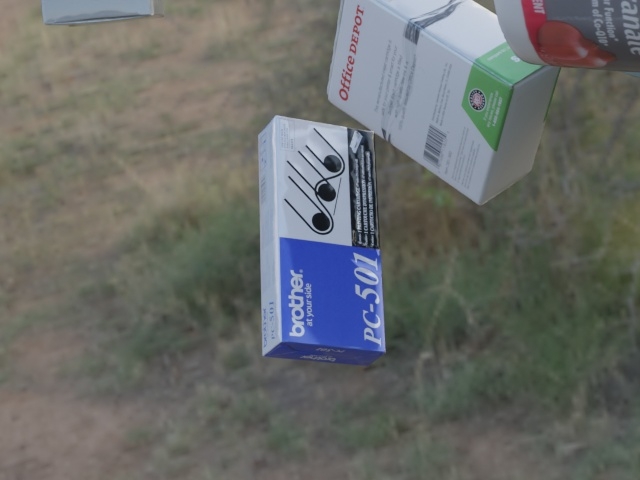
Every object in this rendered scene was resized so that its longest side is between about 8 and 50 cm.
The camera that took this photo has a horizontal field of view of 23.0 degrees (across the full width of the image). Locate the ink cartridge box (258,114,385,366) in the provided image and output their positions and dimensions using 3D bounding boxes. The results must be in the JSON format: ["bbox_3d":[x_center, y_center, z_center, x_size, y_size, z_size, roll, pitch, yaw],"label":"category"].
[{"bbox_3d":[0.000,0.000,1.348,0.097,0.207,0.046,8,-24,-22],"label":"ink cartridge box"}]

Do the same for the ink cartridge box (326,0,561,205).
[{"bbox_3d":[0.122,-0.167,1.619,0.219,0.160,0.092,38,49,26],"label":"ink cartridge box"}]

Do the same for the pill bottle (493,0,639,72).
[{"bbox_3d":[0.298,-0.205,1.130,0.318,0.176,0.176,7,25,28],"label":"pill bottle"}]

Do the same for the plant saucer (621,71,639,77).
[{"bbox_3d":[0.384,-0.158,1.484,0.317,0.044,0.317,13,11,-3],"label":"plant saucer"}]

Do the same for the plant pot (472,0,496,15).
[{"bbox_3d":[0.228,-0.386,2.029,0.274,0.256,0.256,-41,1,33],"label":"plant pot"}]

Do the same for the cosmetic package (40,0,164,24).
[{"bbox_3d":[-0.249,-0.298,1.807,0.127,0.107,0.238,-6,5,0],"label":"cosmetic package"}]
